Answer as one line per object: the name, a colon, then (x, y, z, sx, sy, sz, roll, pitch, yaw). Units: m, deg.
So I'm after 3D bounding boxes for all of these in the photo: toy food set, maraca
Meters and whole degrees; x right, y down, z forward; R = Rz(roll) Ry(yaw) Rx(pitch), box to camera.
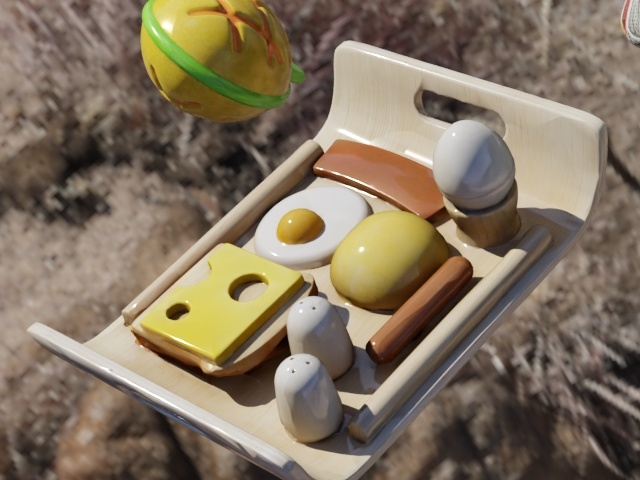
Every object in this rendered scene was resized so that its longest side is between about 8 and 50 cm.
toy food set: (0.000, 0.000, 1.071, 0.219, 0.092, 0.306, 22, 53, 37)
maraca: (-0.072, -0.146, 1.363, 0.127, 0.185, 0.099, 42, 110, 4)

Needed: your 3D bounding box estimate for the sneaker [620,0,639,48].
sneaker: (0.301, -0.245, 1.401, 0.225, 0.088, 0.092, -56, 14, -11)
